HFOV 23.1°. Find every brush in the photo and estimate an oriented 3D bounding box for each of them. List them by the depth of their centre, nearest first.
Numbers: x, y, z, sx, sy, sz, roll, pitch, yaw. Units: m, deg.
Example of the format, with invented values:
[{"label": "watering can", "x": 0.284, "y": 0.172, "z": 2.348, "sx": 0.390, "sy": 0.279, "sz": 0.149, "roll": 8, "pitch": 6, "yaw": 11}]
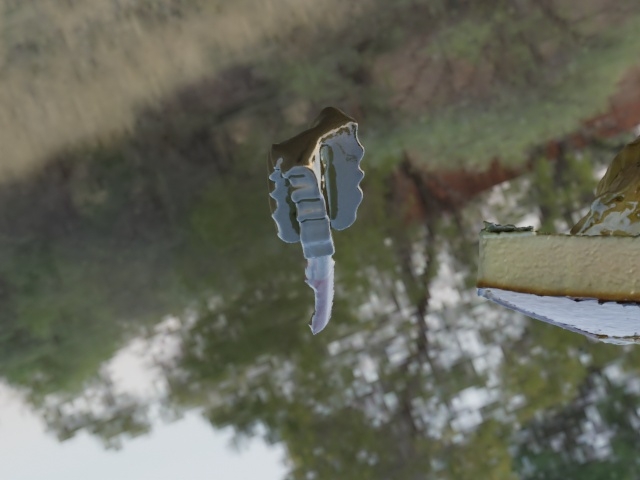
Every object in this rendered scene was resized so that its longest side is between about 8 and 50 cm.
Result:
[{"label": "brush", "x": 0.000, "y": 0.000, "z": 1.406, "sx": 0.084, "sy": 0.071, "sz": 0.301, "roll": -41, "pitch": 153, "yaw": -24}]

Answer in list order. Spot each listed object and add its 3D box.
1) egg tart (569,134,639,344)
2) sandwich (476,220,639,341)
[{"label": "egg tart", "x": 0.332, "y": -0.038, "z": 1.308, "sx": 0.319, "sy": 0.128, "sz": 0.319, "roll": -15, "pitch": 148, "yaw": -10}, {"label": "sandwich", "x": 0.204, "y": 0.036, "z": 1.129, "sx": 0.193, "sy": 0.058, "sz": 0.162, "roll": 4, "pitch": 166, "yaw": 2}]
